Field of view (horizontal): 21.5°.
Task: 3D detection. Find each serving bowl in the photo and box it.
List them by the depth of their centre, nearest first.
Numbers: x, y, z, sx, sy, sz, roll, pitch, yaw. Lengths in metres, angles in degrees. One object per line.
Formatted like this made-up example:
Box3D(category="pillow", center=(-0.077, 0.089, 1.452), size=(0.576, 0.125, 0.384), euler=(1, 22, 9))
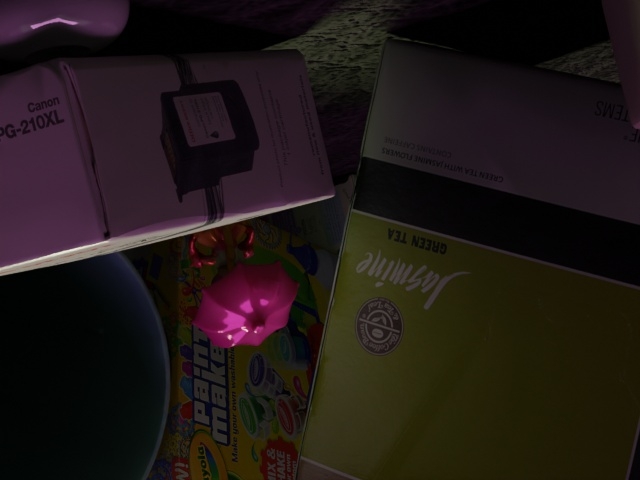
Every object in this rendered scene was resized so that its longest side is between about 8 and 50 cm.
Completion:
Box3D(category="serving bowl", center=(-0.138, -0.109, 0.872), size=(0.083, 0.027, 0.083), euler=(-11, 171, -2))

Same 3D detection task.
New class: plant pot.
Box3D(category="plant pot", center=(-0.299, 0.102, 1.290), size=(0.293, 0.293, 0.235), euler=(-6, -173, -32))

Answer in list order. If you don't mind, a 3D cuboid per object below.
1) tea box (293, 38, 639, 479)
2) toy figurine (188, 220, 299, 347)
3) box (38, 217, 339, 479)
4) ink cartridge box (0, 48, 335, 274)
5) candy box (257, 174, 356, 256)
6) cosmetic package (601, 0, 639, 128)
Box3D(category="tea box", center=(0.195, 0.065, 1.081), size=(0.329, 0.323, 0.220), euler=(17, -173, 31))
Box3D(category="toy figurine", center=(-0.073, 0.004, 1.271), size=(0.130, 0.159, 0.173), euler=(-8, 172, -14))
Box3D(category="box", center=(-0.086, 0.148, 1.463), size=(0.177, 0.290, 0.279), euler=(-23, 148, 36))
Box3D(category="ink cartridge box", center=(-0.128, -0.042, 0.972), size=(0.172, 0.100, 0.237), euler=(-13, 180, 30))
Box3D(category="candy box", center=(0.000, 0.000, 1.629), size=(0.196, 0.070, 0.165), euler=(-19, 168, 31))
Box3D(category="cosmetic package", center=(0.239, -0.148, 0.792), size=(0.160, 0.113, 0.309), euler=(-11, 171, -1))
